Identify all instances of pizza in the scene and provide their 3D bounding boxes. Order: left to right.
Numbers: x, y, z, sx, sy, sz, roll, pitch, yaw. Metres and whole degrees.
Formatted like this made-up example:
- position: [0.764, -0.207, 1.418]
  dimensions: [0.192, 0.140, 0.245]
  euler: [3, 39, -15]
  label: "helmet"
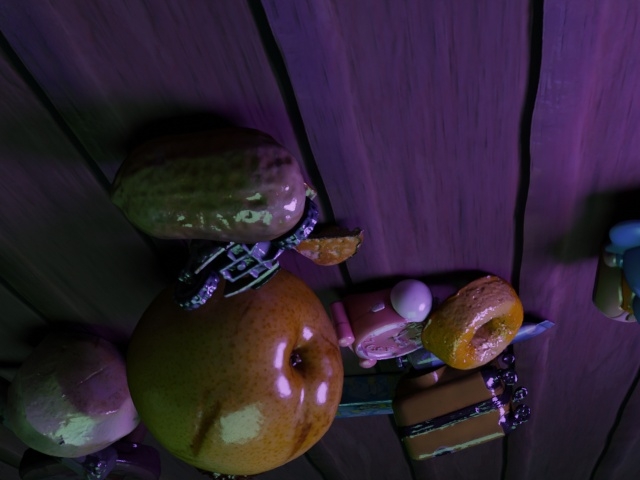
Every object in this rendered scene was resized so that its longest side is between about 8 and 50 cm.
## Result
- position: [0.000, 0.000, 1.360]
  dimensions: [0.108, 0.026, 0.123]
  euler: [10, 156, -17]
  label: "pizza"

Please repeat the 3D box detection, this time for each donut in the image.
- position: [0.238, 0.130, 1.531]
  dimensions: [0.178, 0.065, 0.162]
  euler: [14, 121, -50]
  label: "donut"

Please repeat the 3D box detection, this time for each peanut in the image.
- position: [-0.123, -0.061, 1.109]
  dimensions: [0.224, 0.129, 0.129]
  euler: [4, 156, 11]
  label: "peanut"

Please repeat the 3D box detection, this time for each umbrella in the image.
- position: [-0.514, 0.320, 1.813]
  dimensions: [0.337, 0.067, 0.073]
  euler: [32, -168, 5]
  label: "umbrella"

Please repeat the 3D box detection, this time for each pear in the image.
- position: [-0.115, 0.174, 1.404]
  dimensions: [0.314, 0.314, 0.314]
  euler: [-1, 155, -1]
  label: "pear"

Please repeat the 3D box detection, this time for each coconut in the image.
- position: [-0.410, 0.264, 1.711]
  dimensions: [0.236, 0.197, 0.237]
  euler: [-6, 155, -3]
  label: "coconut"

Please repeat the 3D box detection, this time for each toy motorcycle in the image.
- position: [-0.097, -0.006, 1.259]
  dimensions: [0.229, 0.130, 0.094]
  euler: [-32, 123, 26]
  label: "toy motorcycle"

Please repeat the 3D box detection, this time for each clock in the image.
- position: [0.111, 0.117, 1.560]
  dimensions: [0.162, 0.093, 0.166]
  euler: [-18, 150, 13]
  label: "clock"

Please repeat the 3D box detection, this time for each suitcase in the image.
- position: [0.239, 0.276, 1.786]
  dimensions: [0.235, 0.143, 0.194]
  euler: [-20, -178, 11]
  label: "suitcase"

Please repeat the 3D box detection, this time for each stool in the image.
- position: [-0.446, 0.387, 1.991]
  dimensions: [0.272, 0.178, 0.272]
  euler: [-1, 155, -1]
  label: "stool"

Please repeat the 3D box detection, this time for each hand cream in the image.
- position: [0.257, 0.170, 1.716]
  dimensions: [0.271, 0.058, 0.091]
  euler: [-15, 164, 18]
  label: "hand cream"

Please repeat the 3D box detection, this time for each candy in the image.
- position: [0.075, 0.305, 1.985]
  dimensions: [0.194, 0.062, 0.097]
  euler: [-6, 156, 9]
  label: "candy"

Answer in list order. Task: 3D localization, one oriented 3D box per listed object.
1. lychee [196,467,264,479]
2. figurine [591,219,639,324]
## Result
- position: [-0.138, 0.269, 1.708]
  dimensions: [0.271, 0.271, 0.271]
  euler: [-1, 155, -1]
  label: "lychee"
- position: [0.456, 0.040, 1.329]
  dimensions: [0.180, 0.154, 0.262]
  euler: [39, 158, 15]
  label: "figurine"
